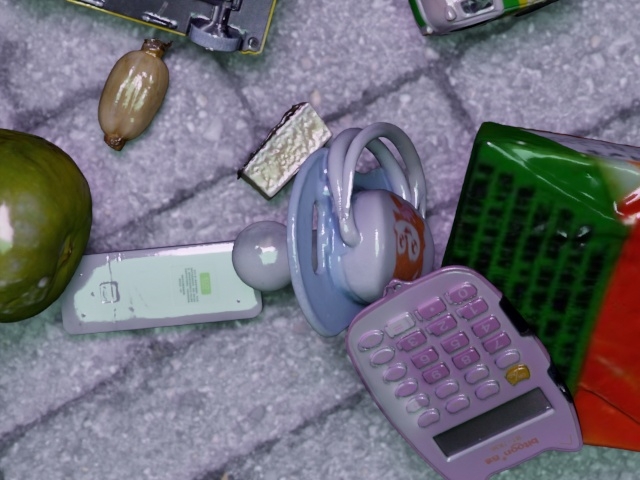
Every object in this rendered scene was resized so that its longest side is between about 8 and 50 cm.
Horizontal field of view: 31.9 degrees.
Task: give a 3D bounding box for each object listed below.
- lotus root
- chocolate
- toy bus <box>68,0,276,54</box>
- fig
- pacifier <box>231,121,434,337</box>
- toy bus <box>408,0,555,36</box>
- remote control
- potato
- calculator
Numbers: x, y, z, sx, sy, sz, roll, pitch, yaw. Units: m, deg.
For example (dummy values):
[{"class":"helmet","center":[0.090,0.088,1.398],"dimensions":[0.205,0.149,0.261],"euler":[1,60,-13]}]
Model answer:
[{"class":"lotus root","center":[-0.228,-0.183,1.369],"dimensions":[0.073,0.062,0.150],"euler":[24,93,-10]},{"class":"chocolate","center":[0.302,0.052,1.301],"dimensions":[0.341,0.161,0.360],"euler":[10,116,-2]},{"class":"toy bus","center":[-0.206,-0.334,1.311],"dimensions":[0.330,0.152,0.144],"euler":[17,112,-3]},{"class":"fig","center":[-0.404,-0.052,1.300],"dimensions":[0.233,0.233,0.314],"euler":[-44,76,1]},{"class":"pacifier","center":[0.000,0.000,1.311],"dimensions":[0.233,0.299,0.244],"euler":[-9,77,27]},{"class":"toy bus","center":[0.156,-0.399,1.311],"dimensions":[0.179,0.143,0.305],"euler":[-21,97,-8]},{"class":"remote control","center":[-0.199,0.058,1.398],"dimensions":[0.250,0.034,0.103],"euler":[-6,93,0]},{"class":"potato","center":[-0.044,-0.106,1.368],"dimensions":[0.061,0.086,0.122],"euler":[43,85,-1]},{"class":"calculator","center":[0.156,0.150,1.242],"dimensions":[0.194,0.043,0.294],"euler":[-29,112,18]}]
